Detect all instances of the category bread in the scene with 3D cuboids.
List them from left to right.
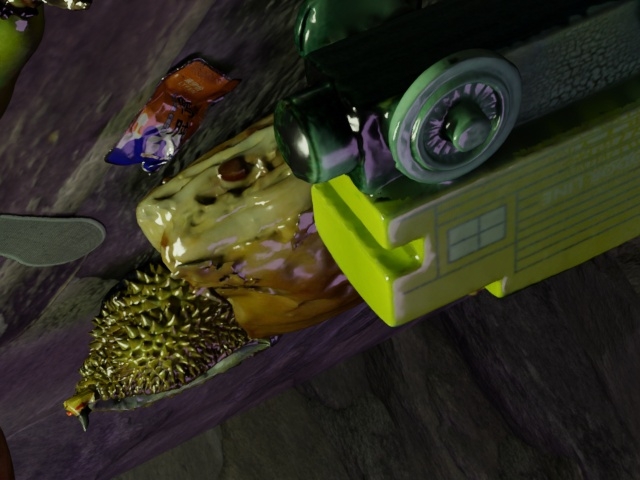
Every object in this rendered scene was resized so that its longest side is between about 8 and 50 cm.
[{"bbox_3d":[0.001,-0.021,1.150,0.278,0.167,0.324,-31,170,1],"label":"bread"}]

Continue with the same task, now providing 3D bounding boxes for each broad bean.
[{"bbox_3d":[-0.210,-0.070,0.676,0.067,0.075,0.325,25,139,-19],"label":"broad bean"}]

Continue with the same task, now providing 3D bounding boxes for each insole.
[{"bbox_3d":[-0.243,-0.001,1.033,0.080,0.003,0.232,-33,169,11],"label":"insole"}]

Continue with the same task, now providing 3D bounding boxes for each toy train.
[{"bbox_3d":[0.172,-0.106,0.924,0.442,0.179,0.272,-23,137,-16],"label":"toy train"}]

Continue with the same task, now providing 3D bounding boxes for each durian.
[{"bbox_3d":[-0.185,0.104,1.300,0.237,0.137,0.193,-22,172,-40],"label":"durian"}]

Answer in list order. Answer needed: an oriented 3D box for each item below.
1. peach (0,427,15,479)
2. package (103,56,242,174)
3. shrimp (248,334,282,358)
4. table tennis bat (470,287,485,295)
[{"bbox_3d":[-0.412,0.256,1.243,0.214,0.214,0.235,-29,180,-10],"label":"peach"},{"bbox_3d":[-0.110,-0.093,0.904,0.110,0.033,0.077,-48,141,15],"label":"package"},{"bbox_3d":[-0.122,0.151,1.842,0.233,0.079,0.090,-43,-159,57],"label":"shrimp"},{"bbox_3d":[0.136,-0.054,1.169,0.050,0.198,0.320,-4,142,10],"label":"table tennis bat"}]
